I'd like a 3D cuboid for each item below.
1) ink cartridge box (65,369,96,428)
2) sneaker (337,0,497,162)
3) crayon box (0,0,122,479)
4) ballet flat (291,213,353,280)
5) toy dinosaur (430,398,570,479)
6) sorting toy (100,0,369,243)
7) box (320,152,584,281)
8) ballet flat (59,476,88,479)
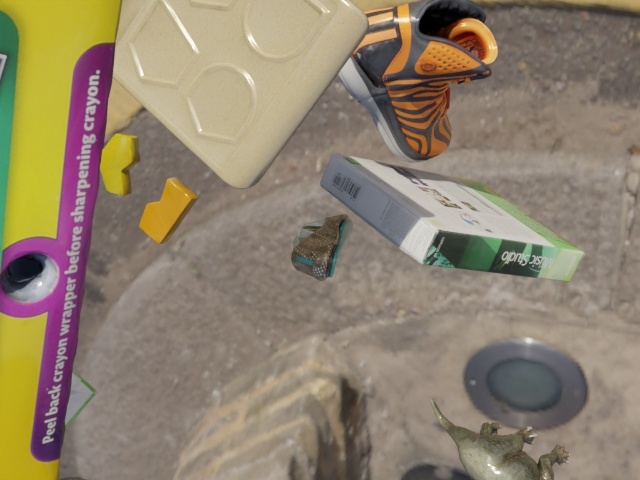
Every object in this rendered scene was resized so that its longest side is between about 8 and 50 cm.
[{"bbox_3d":[-0.428,0.235,1.410,0.119,0.207,0.353,43,161,-12],"label":"ink cartridge box"},{"bbox_3d":[0.154,-0.203,1.397,0.180,0.124,0.321,-13,158,22],"label":"sneaker"},{"bbox_3d":[-0.277,0.004,0.517,0.106,0.313,0.362,41,126,47],"label":"crayon box"},{"bbox_3d":[0.000,0.000,1.467,0.067,0.206,0.073,15,102,5],"label":"ballet flat"},{"bbox_3d":[0.291,0.352,1.673,0.313,0.160,0.121,50,119,12],"label":"toy dinosaur"},{"bbox_3d":[-0.121,-0.162,1.055,0.229,0.041,0.307,41,109,10],"label":"sorting toy"},{"bbox_3d":[0.187,-0.030,1.503,0.232,0.322,0.058,41,116,43],"label":"box"},{"bbox_3d":[-0.171,0.276,1.042,0.213,0.068,0.072,7,94,2],"label":"ballet flat"}]
